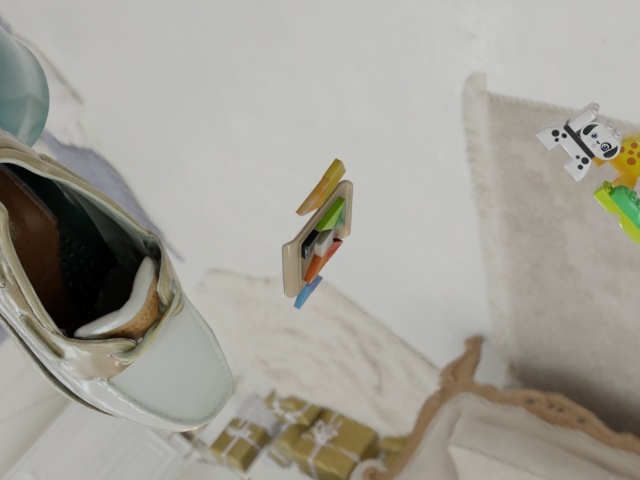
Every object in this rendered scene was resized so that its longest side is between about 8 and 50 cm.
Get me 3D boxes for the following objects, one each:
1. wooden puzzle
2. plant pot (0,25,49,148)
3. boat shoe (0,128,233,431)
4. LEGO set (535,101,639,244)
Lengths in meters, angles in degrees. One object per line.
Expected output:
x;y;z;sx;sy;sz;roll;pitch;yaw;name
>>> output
0.000;0.000;0.673;0.014;0.078;0.116;32;157;20;wooden puzzle
-0.486;-0.190;1.222;0.272;0.271;0.255;33;-168;12;plant pot
-0.150;0.043;0.646;0.103;0.113;0.302;9;151;46;boat shoe
0.306;-0.051;0.845;0.227;0.087;0.093;46;127;-7;LEGO set
